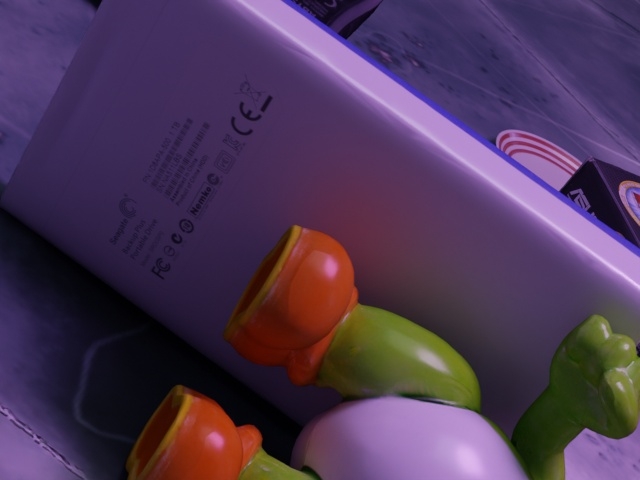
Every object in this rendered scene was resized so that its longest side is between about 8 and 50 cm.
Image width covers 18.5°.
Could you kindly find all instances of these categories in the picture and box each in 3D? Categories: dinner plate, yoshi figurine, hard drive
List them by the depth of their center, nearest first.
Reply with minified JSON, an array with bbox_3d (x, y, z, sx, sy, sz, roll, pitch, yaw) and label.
[{"bbox_3d":[0.095,0.155,0.946,0.362,0.203,0.203,35,32,-7],"label":"yoshi figurine"},{"bbox_3d":[0.000,0.000,1.039,0.318,0.210,0.040,36,39,2],"label":"hard drive"},{"bbox_3d":[0.197,-0.038,1.600,0.141,0.017,0.141,29,25,-15],"label":"dinner plate"}]

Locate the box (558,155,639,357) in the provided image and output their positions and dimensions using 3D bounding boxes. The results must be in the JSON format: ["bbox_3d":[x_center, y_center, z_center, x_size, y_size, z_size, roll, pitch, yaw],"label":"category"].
[{"bbox_3d":[0.308,0.072,1.483,0.216,0.060,0.270,19,34,-34],"label":"box"}]

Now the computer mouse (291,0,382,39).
[{"bbox_3d":[-0.047,-0.176,1.474,0.188,0.072,0.272,41,38,5],"label":"computer mouse"}]
